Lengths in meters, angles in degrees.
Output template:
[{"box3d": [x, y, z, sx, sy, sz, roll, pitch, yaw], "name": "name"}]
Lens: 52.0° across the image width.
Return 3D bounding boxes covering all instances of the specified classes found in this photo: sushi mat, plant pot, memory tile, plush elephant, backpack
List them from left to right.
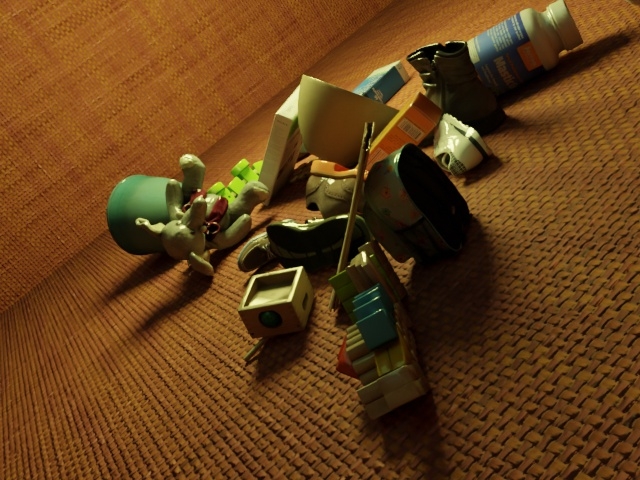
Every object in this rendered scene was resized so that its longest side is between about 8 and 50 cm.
[{"box3d": [-0.504, -0.084, 2.131, 0.255, 0.271, 0.271, 0, 39, 36], "name": "plant pot"}, {"box3d": [-0.340, -0.048, 1.789, 0.330, 0.272, 0.255, -61, 1, 15], "name": "plush elephant"}, {"box3d": [-0.029, -0.226, 2.020, 0.148, 0.012, 0.113, -19, 26, 38], "name": "memory tile"}, {"box3d": [0.054, -0.309, 1.776, 0.284, 0.284, 0.190, -128, 57, -69], "name": "plant pot"}, {"box3d": [0.055, -0.039, 1.162, 0.019, 0.316, 0.151, 11, 27, 2], "name": "sushi mat"}, {"box3d": [0.156, -0.066, 1.141, 0.144, 0.188, 0.165, -21, 26, 35], "name": "backpack"}]

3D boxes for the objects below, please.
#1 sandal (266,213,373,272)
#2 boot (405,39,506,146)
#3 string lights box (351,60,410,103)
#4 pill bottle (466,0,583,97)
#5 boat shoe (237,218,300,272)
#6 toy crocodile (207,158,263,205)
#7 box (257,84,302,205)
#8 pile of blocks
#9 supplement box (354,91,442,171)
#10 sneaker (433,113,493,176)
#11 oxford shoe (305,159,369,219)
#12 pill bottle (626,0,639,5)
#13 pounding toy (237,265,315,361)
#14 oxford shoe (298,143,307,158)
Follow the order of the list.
[{"box3d": [0.001, 0.001, 1.377, 0.303, 0.120, 0.086, -5, 19, 43], "name": "sandal"}, {"box3d": [0.262, -0.348, 1.535, 0.118, 0.222, 0.338, -48, 24, -27], "name": "boot"}, {"box3d": [0.167, -0.486, 2.182, 0.259, 0.076, 0.133, -47, 23, -27], "name": "string lights box"}, {"box3d": [0.459, -0.442, 1.533, 0.272, 0.152, 0.152, -25, 23, 28], "name": "pill bottle"}, {"box3d": [-0.121, 0.012, 1.578, 0.183, 0.066, 0.066, -42, 23, -15], "name": "boat shoe"}, {"box3d": [-0.278, -0.154, 2.116, 0.340, 0.115, 0.105, -48, 5, -34], "name": "toy crocodile"}, {"box3d": [-0.103, -0.289, 1.956, 0.232, 0.059, 0.322, -61, -5, -49], "name": "box"}, {"box3d": [0.060, 0.118, 0.954, 0.113, 0.149, 0.362, -31, 22, 13], "name": "pile of blocks"}, {"box3d": [0.176, -0.229, 1.516, 0.233, 0.080, 0.078, -44, 11, 41], "name": "supplement box"}, {"box3d": [0.278, -0.203, 1.405, 0.095, 0.090, 0.235, -45, 17, 8], "name": "sneaker"}, {"box3d": [0.085, -0.086, 1.450, 0.364, 0.130, 0.132, 23, 94, 59], "name": "oxford shoe"}, {"box3d": [0.759, -0.663, 1.528, 0.161, 0.161, 0.283, -23, 24, 31], "name": "pill bottle"}, {"box3d": [-0.088, 0.139, 1.243, 0.130, 0.100, 0.141, -12, 31, 19], "name": "pounding toy"}, {"box3d": [-0.075, -0.309, 2.201, 0.212, 0.076, 0.076, -20, -16, 13], "name": "oxford shoe"}]
